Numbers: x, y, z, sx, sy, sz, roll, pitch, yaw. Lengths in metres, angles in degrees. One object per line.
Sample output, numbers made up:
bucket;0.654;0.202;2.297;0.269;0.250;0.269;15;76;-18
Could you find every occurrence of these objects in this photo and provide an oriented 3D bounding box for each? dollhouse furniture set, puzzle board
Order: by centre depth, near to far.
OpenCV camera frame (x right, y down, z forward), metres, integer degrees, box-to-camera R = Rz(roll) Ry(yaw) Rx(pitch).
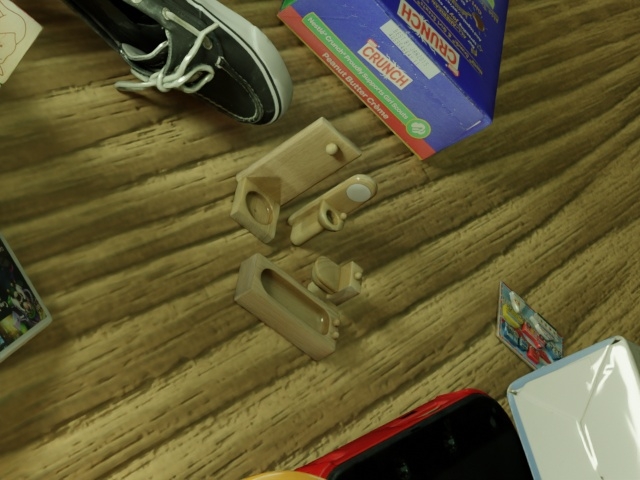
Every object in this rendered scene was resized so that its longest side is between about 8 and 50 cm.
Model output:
dollhouse furniture set;0.000;0.000;1.229;0.144;0.123;0.151;39;38;-27
puzzle board;0.263;0.119;1.577;0.128;0.011;0.096;41;37;-25

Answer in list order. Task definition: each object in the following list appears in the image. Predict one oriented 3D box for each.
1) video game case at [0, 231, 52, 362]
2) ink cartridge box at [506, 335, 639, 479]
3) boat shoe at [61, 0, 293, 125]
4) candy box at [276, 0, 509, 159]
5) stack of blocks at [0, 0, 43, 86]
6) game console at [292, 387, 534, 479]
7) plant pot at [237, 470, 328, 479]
video game case;-0.276;0.016;0.897;0.173;0.022;0.190;61;17;-7
ink cartridge box;0.386;0.285;1.446;0.395;0.151;0.270;22;48;-55
boat shoe;-0.144;-0.189;1.199;0.306;0.113;0.105;46;47;-39
candy box;0.106;-0.298;1.604;0.268;0.122;0.317;44;35;-22
stack of blocks;-0.314;-0.176;0.807;0.171;0.087;0.297;38;-5;-37
game console;0.131;0.333;1.211;0.387;0.060;0.342;-15;81;-55
plant pot;0.006;0.260;0.929;0.205;0.188;0.205;14;63;-30
